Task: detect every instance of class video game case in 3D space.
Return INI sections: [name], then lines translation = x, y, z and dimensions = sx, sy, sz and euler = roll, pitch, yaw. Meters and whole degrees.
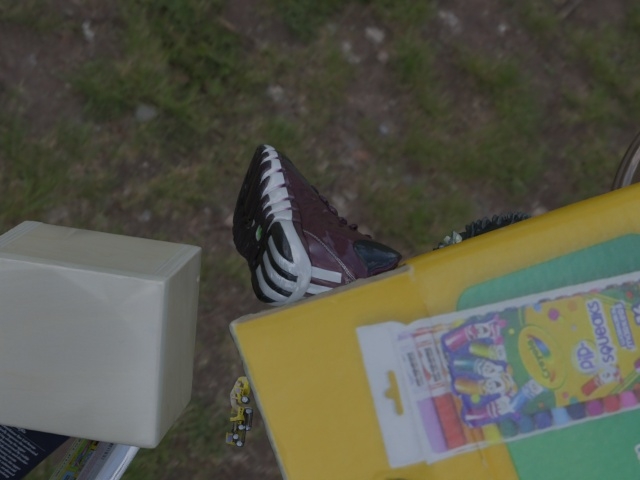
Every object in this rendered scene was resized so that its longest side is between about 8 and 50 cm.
[video game case]
translation = -0.266, 0.269, 1.522
dimensions = 0.026, 0.206, 0.227
euler = 37, 73, -15

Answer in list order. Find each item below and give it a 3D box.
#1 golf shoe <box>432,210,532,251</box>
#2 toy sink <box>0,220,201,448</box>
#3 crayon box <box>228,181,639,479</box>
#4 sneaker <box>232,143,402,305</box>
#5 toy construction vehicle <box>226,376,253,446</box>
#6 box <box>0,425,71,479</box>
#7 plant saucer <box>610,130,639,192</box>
[golf shoe]
translation = 0.118, 0.087, 1.197
dimensions = 0.120, 0.273, 0.105
euler = 31, 30, -20
[toy sink]
translation = -0.234, 0.073, 1.206
dimensions = 0.234, 0.153, 0.131
euler = 7, 15, 8
[crayon box]
translation = 0.146, 0.075, 0.438
dimensions = 0.323, 0.083, 0.203
euler = -17, 81, -17
[sneaker]
translation = 0.000, 0.000, 1.490
dimensions = 0.162, 0.106, 0.281
euler = 15, 28, -18
[toy construction vehicle]
translation = -0.117, 0.240, 1.937
dimensions = 0.035, 0.086, 0.098
euler = 6, 84, 5
[box]
translation = -0.435, 0.242, 1.766
dimensions = 0.108, 0.207, 0.153
euler = 44, 8, -32
[plant saucer]
translation = 0.378, -0.008, 1.134
dimensions = 0.277, 0.041, 0.278
euler = 0, 84, 1
